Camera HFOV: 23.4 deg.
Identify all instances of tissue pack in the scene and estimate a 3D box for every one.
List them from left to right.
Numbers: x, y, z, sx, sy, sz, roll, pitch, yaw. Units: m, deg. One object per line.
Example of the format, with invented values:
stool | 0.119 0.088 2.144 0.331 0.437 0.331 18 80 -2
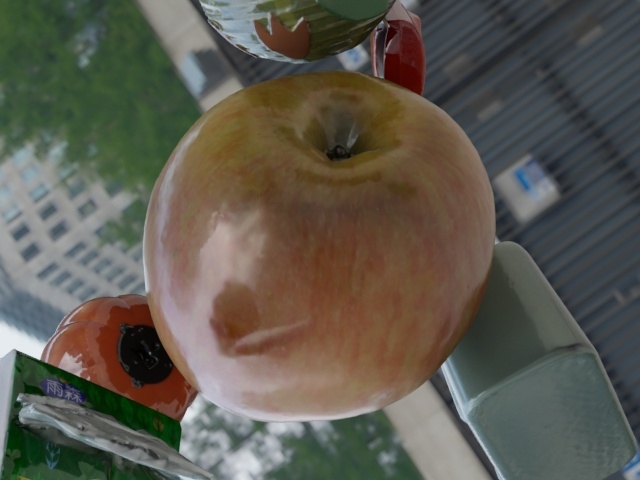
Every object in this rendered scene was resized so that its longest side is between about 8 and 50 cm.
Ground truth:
tissue pack | -0.225 0.207 1.458 0.209 0.156 0.148 29 -135 -35

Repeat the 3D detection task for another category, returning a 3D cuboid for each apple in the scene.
apple | 0.000 0.000 1.706 0.391 0.391 0.346 -117 24 -49

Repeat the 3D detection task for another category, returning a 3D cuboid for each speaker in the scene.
speaker | 0.262 0.178 1.967 0.184 0.183 0.406 65 -175 34

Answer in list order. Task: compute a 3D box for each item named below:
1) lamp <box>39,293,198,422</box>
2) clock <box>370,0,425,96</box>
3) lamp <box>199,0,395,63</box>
lamp | -0.241 0.159 1.821 0.187 0.164 0.188 19 -124 -30
clock | 0.095 -0.221 1.843 0.155 0.061 0.113 -96 6 -71
lamp | -0.028 -0.339 1.707 0.250 0.250 0.284 -104 0 -69
